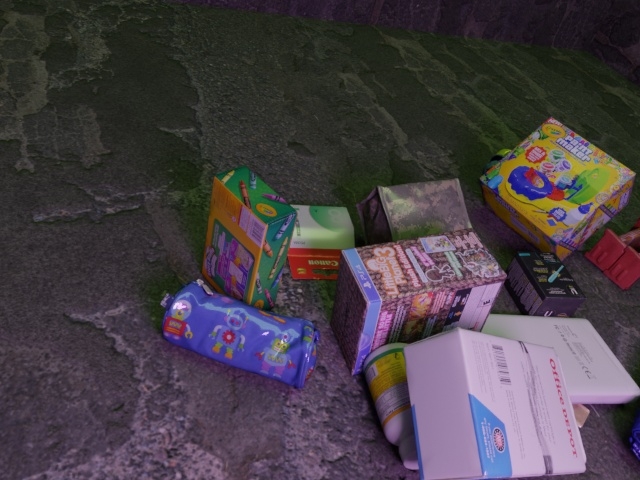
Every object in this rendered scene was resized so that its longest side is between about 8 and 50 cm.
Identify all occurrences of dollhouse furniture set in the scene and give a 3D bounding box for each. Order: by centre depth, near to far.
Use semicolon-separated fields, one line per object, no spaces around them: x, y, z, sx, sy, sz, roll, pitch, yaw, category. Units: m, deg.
0.948;-0.051;1.544;0.201;0.374;0.152;-13;53;-34;dollhouse furniture set

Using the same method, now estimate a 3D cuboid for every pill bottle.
0.161;0.304;1.033;0.117;0.117;0.208;2;41;-19;pill bottle

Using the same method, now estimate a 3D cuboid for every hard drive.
0.501;0.262;1.254;0.353;0.047;0.233;5;37;-16;hard drive

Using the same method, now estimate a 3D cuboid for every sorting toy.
0.527;0.356;1.191;0.083;0.012;0.062;38;41;23;sorting toy

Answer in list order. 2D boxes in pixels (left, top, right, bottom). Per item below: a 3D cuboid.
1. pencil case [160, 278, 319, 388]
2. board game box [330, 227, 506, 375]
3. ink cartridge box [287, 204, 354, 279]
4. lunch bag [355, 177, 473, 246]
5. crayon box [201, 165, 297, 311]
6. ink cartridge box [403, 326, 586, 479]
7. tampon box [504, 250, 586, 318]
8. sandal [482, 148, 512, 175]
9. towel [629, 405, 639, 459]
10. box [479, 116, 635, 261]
-0.149;0.173;1.063;0.306;0.133;0.119;20;6;1;pencil case
0.187;0.124;1.132;0.291;0.232;0.141;-9;45;-17;board game box
0.000;0.000;1.382;0.181;0.056;0.225;2;40;-18;ink cartridge box
0.244;0.011;1.357;0.235;0.169;0.287;-8;76;-21;lunch bag
-0.152;0.012;1.132;0.081;0.278;0.165;-25;55;-38;crayon box
0.302;0.291;0.962;0.307;0.129;0.223;17;57;-37;ink cartridge box
0.559;0.119;1.409;0.120;0.101;0.161;3;42;-17;tampon box
0.638;-0.174;1.780;0.138;0.126;0.317;-18;42;-31;sandal
0.769;0.402;1.175;0.227;0.076;0.308;48;46;11;towel
0.664;-0.140;1.589;0.279;0.177;0.290;-41;58;-1;box
